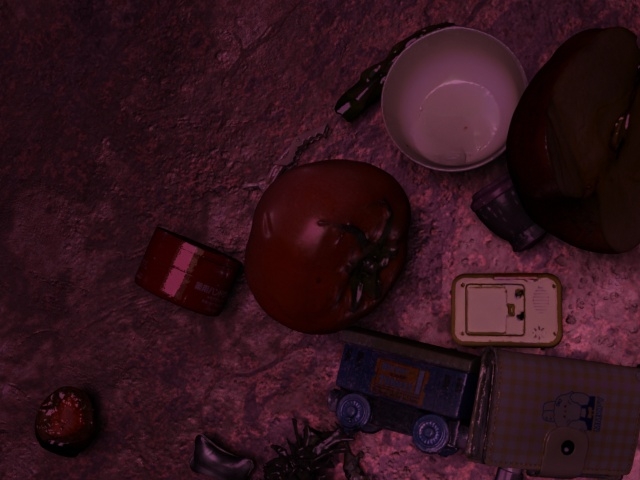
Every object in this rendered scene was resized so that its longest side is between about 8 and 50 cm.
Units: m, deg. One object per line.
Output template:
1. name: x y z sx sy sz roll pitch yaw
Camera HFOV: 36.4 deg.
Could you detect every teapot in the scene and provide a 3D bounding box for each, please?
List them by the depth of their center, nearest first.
1. teapot: 0.370 -0.055 1.835 0.116 0.148 0.146 -37 86 45

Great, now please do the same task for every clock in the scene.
1. clock: 0.347 0.131 1.810 0.202 0.096 0.143 0 81 14

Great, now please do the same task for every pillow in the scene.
1. pillow: -0.199 0.447 1.939 0.136 0.055 0.091 26 93 18

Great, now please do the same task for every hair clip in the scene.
1. hair clip: -0.073 -0.165 1.991 0.072 0.034 0.226 41 94 17

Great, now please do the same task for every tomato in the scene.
1. tomato: 0.000 0.000 1.806 0.273 0.341 0.341 29 91 33

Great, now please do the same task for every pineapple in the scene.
1. pineapple: -0.067 0.480 1.851 0.169 0.169 0.340 38 93 16

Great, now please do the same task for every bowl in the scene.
1. bowl: 0.263 -0.254 1.854 0.277 0.145 0.277 -2 81 16

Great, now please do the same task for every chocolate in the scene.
1. chocolate: -0.521 0.370 2.004 0.127 0.124 0.133 -10 50 45

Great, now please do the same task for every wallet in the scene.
1. wallet: 0.422 0.309 1.716 0.310 0.077 0.223 10 85 -15

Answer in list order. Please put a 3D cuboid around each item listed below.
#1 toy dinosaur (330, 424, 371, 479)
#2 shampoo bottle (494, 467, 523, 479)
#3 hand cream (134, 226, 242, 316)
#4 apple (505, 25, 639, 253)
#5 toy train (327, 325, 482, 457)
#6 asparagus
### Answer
1. toy dinosaur: 0.064 0.436 1.875 0.058 0.037 0.180 -30 57 31
2. shampoo bottle: 0.331 0.487 1.782 0.074 0.074 0.192 12 85 16
3. hand cream: -0.263 0.062 1.935 0.193 0.193 0.125 23 91 17
4. apple: 0.481 -0.178 1.689 0.295 0.329 0.364 20 80 14
5. toy train: 0.160 0.281 1.810 0.300 0.131 0.202 11 83 27
6. asparagus: 0.149 -0.343 1.934 0.287 0.080 0.080 -38 75 14
